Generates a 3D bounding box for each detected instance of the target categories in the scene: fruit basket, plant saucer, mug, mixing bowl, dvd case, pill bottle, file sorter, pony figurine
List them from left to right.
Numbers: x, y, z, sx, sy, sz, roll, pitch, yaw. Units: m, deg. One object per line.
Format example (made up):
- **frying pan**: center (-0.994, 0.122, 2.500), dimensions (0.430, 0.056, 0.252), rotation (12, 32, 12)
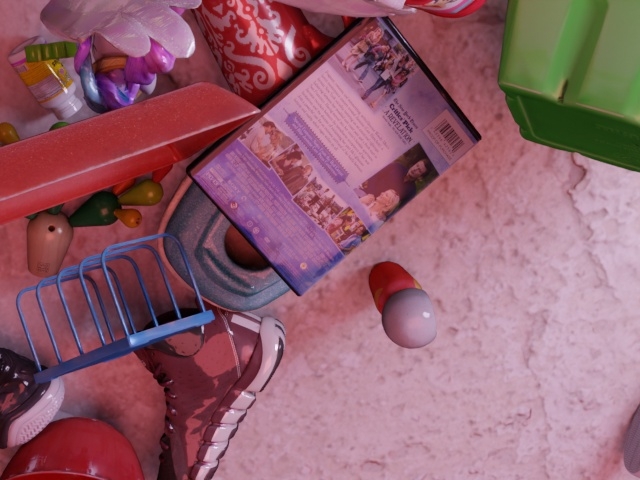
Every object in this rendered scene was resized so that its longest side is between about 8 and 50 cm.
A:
- **pill bottle**: center (-0.281, -0.166, 1.238), dimensions (0.043, 0.043, 0.083), rotation (-31, 116, 2)
- **mixing bowl**: center (-0.277, 0.266, 1.376), dimensions (0.182, 0.098, 0.181), rotation (2, 141, 2)
- **plant saucer**: center (-0.212, -0.074, 1.089), dimensions (0.259, 0.258, 0.047), rotation (-23, 92, -22)
- **file sorter**: center (-0.222, 0.070, 1.263), dimensions (0.170, 0.118, 0.104), rotation (-23, 84, 41)
- **pony figurine**: center (-0.128, -0.275, 1.040), dimensions (0.303, 0.351, 0.363), rotation (-10, 104, -35)
- **mug**: center (-0.056, -0.234, 1.226), dimensions (0.150, 0.113, 0.169), rotation (-30, 111, 0)
- **dvd case**: center (0.016, -0.088, 1.211), dimensions (0.253, 0.022, 0.180), rotation (-41, 110, 1)
- **fruit basket**: center (0.386, -0.243, 1.190), dimensions (0.392, 0.392, 0.283), rotation (-38, 158, 5)

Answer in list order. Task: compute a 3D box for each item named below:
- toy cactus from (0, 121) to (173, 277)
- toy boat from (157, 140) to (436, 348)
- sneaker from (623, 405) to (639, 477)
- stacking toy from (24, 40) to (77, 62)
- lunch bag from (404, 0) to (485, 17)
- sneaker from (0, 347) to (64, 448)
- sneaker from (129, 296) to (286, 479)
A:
- **toy cactus**: center (-0.276, -0.038, 1.272), dimensions (0.219, 0.112, 0.180), rotation (3, 122, -22)
- **toy boat**: center (0.000, 0.000, 1.311), dimensions (0.318, 0.148, 0.267), rotation (36, 101, -23)
- **sneaker**: center (0.486, 0.204, 1.530), dimensions (0.091, 0.094, 0.258), rotation (27, 104, -16)
- **stacking toy**: center (-0.351, -0.251, 1.168), dimensions (0.221, 0.052, 0.166), rotation (-8, 99, -15)
- **lunch bag**: center (0.108, -0.364, 1.119), dimensions (0.120, 0.258, 0.293), rotation (-1, 118, -55)
- **sneaker**: center (-0.428, 0.199, 1.327), dimensions (0.269, 0.101, 0.153), rotation (-38, 120, 1)
- **sneaker**: center (-0.170, 0.180, 1.391), dimensions (0.163, 0.106, 0.281), rotation (29, 99, -10)
